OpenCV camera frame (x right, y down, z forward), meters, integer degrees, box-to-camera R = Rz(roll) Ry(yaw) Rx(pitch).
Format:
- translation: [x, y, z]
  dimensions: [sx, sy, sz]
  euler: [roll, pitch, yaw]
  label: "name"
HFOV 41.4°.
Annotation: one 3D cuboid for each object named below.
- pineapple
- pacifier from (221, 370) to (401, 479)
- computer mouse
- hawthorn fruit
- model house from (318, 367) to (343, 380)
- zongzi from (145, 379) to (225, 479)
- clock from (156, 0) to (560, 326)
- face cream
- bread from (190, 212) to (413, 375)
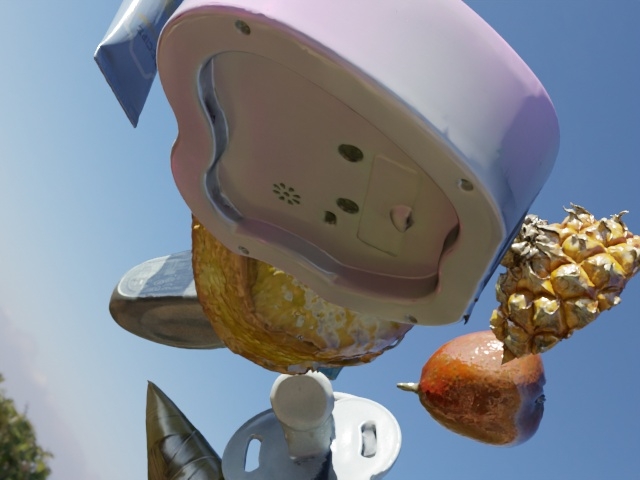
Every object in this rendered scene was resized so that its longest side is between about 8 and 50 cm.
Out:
- translation: [0.302, 0.017, 1.051]
  dimensions: [0.164, 0.250, 0.140]
  euler: [58, -21, -6]
  label: "pineapple"
- translation: [-0.023, 0.273, 1.276]
  dimensions: [0.227, 0.279, 0.207]
  euler: [-87, 166, -55]
  label: "pacifier"
- translation: [-0.156, 0.087, 1.371]
  dimensions: [0.203, 0.374, 0.114]
  euler: [-74, 152, -59]
  label: "computer mouse"
- translation: [0.255, 0.247, 1.429]
  dimensions: [0.199, 0.251, 0.199]
  euler: [2, 90, -88]
  label: "hawthorn fruit"
- translation: [0.031, 0.087, 1.884]
  dimensions: [0.342, 0.382, 0.334]
  euler: [34, 0, 14]
  label: "model house"
- translation: [-0.231, 0.419, 1.391]
  dimensions: [0.300, 0.145, 0.274]
  euler: [48, -45, 34]
  label: "zongzi"
- translation: [0.008, -0.073, 0.663]
  dimensions: [0.338, 0.102, 0.338]
  euler: [24, -30, 15]
  label: "clock"
- translation: [-0.267, -0.356, 1.327]
  dimensions: [0.086, 0.385, 0.135]
  euler: [-4, -41, 17]
  label: "face cream"
- translation: [0.001, 0.003, 1.119]
  dimensions: [0.204, 0.336, 0.358]
  euler: [173, -89, -77]
  label: "bread"
